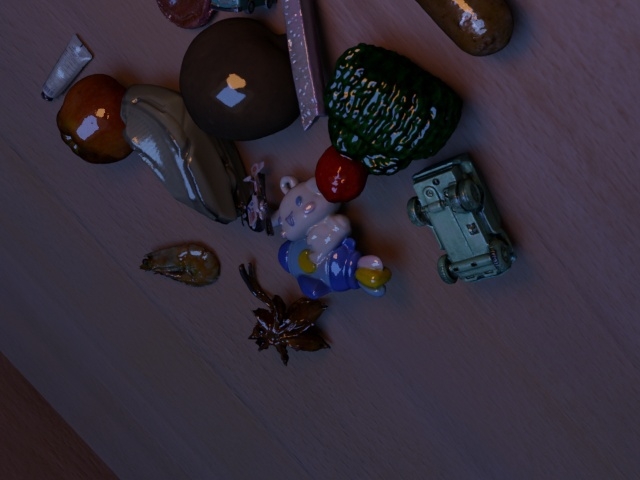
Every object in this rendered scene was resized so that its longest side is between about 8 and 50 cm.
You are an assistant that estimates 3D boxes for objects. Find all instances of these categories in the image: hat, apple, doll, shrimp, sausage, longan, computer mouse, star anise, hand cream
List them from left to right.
[{"bbox_3d":[-0.720,-0.476,1.854,0.234,0.050,0.080,-35,96,35],"label":"hand cream"},{"bbox_3d":[-0.578,-0.313,1.739,0.230,0.230,0.229,14,123,23],"label":"apple"},{"bbox_3d":[-0.433,0.079,2.002,0.295,0.062,0.154,-1,122,29],"label":"shrimp"},{"bbox_3d":[-0.320,-0.237,1.643,0.145,0.228,0.429,-37,93,31],"label":"computer mouse"},{"bbox_3d":[-0.171,-0.361,1.480,0.300,0.243,0.300,0,91,3],"label":"longan"},{"bbox_3d":[-0.113,0.200,1.840,0.346,0.148,0.237,45,108,3],"label":"star anise"},{"bbox_3d":[-0.007,0.004,1.624,0.365,0.187,0.376,62,156,-2],"label":"doll"},{"bbox_3d":[0.112,-0.218,1.379,0.274,0.242,0.332,42,117,24],"label":"hat"},{"bbox_3d":[0.176,-0.546,1.231,0.123,0.136,0.501,-40,92,21],"label":"sausage"}]

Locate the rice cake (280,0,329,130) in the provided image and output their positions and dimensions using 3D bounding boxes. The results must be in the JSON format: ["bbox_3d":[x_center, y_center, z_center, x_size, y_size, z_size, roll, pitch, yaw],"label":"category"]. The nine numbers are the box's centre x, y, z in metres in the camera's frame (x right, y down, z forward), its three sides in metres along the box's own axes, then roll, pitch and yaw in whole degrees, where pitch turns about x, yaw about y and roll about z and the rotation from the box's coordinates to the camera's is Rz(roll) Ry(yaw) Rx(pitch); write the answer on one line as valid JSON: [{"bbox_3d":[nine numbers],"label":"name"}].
[{"bbox_3d":[-0.035,-0.418,1.403,0.056,0.073,0.364,-6,96,29],"label":"rice cake"}]

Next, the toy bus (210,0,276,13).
[{"bbox_3d":[-0.164,-0.540,1.414,0.079,0.160,0.091,15,122,23],"label":"toy bus"}]

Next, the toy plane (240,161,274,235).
[{"bbox_3d":[-0.157,-0.098,1.643,0.078,0.053,0.197,-19,70,41],"label":"toy plane"}]

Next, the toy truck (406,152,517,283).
[{"bbox_3d":[0.309,-0.042,1.434,0.155,0.156,0.278,-19,107,37],"label":"toy truck"}]

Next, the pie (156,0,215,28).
[{"bbox_3d":[-0.317,-0.589,1.546,0.182,0.049,0.182,17,124,27],"label":"pie"}]
